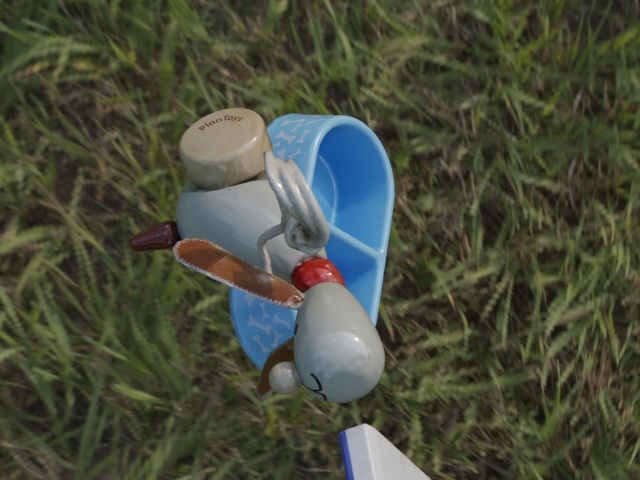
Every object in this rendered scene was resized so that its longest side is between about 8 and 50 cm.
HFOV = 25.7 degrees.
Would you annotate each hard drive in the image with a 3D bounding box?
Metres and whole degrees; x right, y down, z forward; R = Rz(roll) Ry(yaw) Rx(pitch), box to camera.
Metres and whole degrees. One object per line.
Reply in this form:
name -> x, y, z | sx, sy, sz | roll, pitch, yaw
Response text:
hard drive -> 0.099, 0.374, 1.463 | 0.040, 0.210, 0.319 | -21, 55, 15

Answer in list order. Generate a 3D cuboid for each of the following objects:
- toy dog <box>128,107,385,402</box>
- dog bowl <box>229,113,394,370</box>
toy dog -> -0.072, 0.025, 1.208 | 0.161, 0.334, 0.220 | -27, 108, -2
dog bowl -> 0.000, 0.000, 1.466 | 0.074, 0.166, 0.297 | -12, 60, 40
